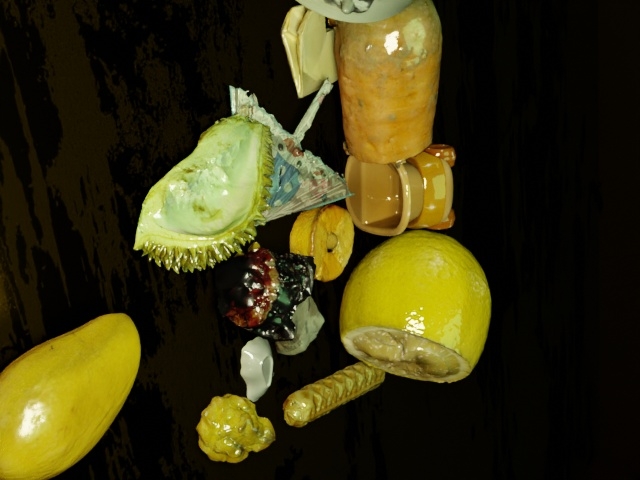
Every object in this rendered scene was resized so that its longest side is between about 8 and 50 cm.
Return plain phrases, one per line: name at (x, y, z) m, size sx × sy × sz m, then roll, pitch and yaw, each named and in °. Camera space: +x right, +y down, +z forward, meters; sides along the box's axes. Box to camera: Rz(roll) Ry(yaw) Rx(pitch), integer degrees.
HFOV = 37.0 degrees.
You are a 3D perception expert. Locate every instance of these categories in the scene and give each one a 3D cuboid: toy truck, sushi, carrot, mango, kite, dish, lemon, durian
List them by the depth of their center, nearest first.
mango at (-0.397, 0.250, 1.469) m, size 0.332 × 0.142 × 0.195 m, roll -32°, pitch 128°, yaw -52°
durian at (-0.195, -0.080, 1.757) m, size 0.198 × 0.163 × 0.394 m, roll 38°, pitch 59°, yaw -9°
sushi at (-0.123, 0.090, 1.833) m, size 0.150 × 0.153 × 0.172 m, roll 30°, pitch 62°, yaw -41°
kite at (-0.067, -0.169, 1.925) m, size 0.406 × 0.014 × 0.368 m, roll 39°, pitch 75°, yaw -40°
dish at (-0.122, 0.270, 1.977) m, size 0.091 × 0.039 × 0.137 m, roll -18°, pitch 111°, yaw -54°
carrot at (0.143, -0.348, 1.984) m, size 0.224 × 0.224 × 0.340 m, roll -42°, pitch 136°, yaw -44°
toy truck at (0.186, -0.123, 2.164) m, size 0.212 × 0.288 × 0.204 m, roll -9°, pitch 107°, yaw -30°
lemon at (0.225, 0.135, 2.204) m, size 0.364 × 0.364 × 0.364 m, roll -18°, pitch 112°, yaw -54°

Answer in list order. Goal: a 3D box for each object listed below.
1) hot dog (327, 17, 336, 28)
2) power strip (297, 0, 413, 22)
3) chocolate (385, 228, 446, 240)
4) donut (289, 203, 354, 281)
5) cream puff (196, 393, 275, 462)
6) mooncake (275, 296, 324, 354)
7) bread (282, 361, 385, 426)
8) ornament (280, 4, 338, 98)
hot dog at (0.097, -0.463, 2.110) m, size 0.269 × 0.072 × 0.109 m, roll 37°, pitch 68°, yaw -51°
power strip at (0.065, -0.574, 1.777) m, size 0.357 × 0.358 × 0.161 m, roll -58°, pitch -179°, yaw -31°
chocolate at (0.237, -0.054, 2.394) m, size 0.156 × 0.156 × 0.133 m, roll 59°, pitch 19°, yaw -44°
donut at (-0.001, 0.001, 2.070) m, size 0.190 × 0.075 × 0.174 m, roll -24°, pitch 116°, yaw -57°
cream puff at (-0.163, 0.374, 1.875) m, size 0.146 × 0.116 × 0.146 m, roll -27°, pitch 122°, yaw -53°
mooncake at (-0.062, 0.165, 2.012) m, size 0.130 × 0.073 × 0.125 m, roll -55°, pitch 136°, yaw -36°
bread at (0.037, 0.345, 2.201) m, size 0.368 × 0.084 × 0.077 m, roll -13°, pitch 69°, yaw -53°
ornament at (-0.014, -0.375, 1.978) m, size 0.201 × 0.059 × 0.180 m, roll 31°, pitch 73°, yaw -57°
